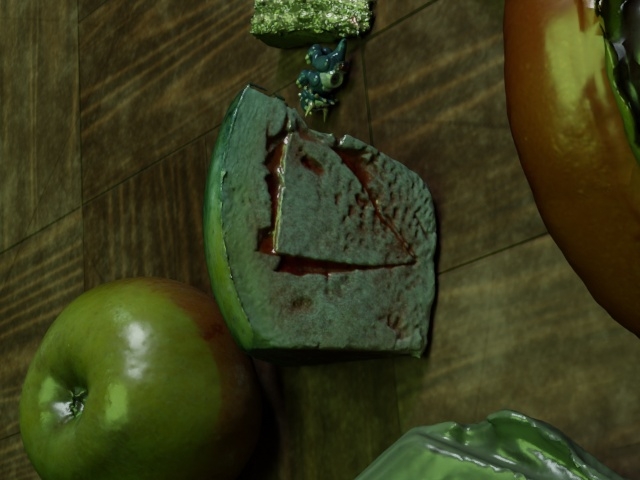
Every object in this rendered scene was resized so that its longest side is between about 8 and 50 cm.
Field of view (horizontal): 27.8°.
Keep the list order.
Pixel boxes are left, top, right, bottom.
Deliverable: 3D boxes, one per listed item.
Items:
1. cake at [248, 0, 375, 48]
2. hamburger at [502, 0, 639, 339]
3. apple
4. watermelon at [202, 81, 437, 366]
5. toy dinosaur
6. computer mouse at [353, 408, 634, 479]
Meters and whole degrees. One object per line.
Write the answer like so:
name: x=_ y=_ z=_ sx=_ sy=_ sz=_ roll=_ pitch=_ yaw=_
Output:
cake: x=-0.010 y=-0.219 z=1.257 sx=0.140 sy=0.055 sz=0.051 roll=2 pitch=76 yaw=48
hamburger: x=0.271 y=-0.101 z=0.697 sx=0.250 sy=0.330 sz=0.329 roll=-12 pitch=72 yaw=46
apple: x=-0.175 y=0.153 z=1.247 sx=0.261 sy=0.194 sz=0.260 roll=-14 pitch=70 yaw=44
watermelon: x=0.000 y=0.000 z=1.148 sx=0.261 sy=0.201 sz=0.212 roll=82 pitch=-171 yaw=-80
toy dinosaur: x=0.005 y=-0.156 z=1.238 sx=0.047 sy=0.031 sz=0.083 roll=37 pitch=110 yaw=46
computer mouse: x=0.190 y=0.263 z=0.843 sx=0.429 sy=0.145 sz=0.228 roll=27 pitch=94 yaw=37
